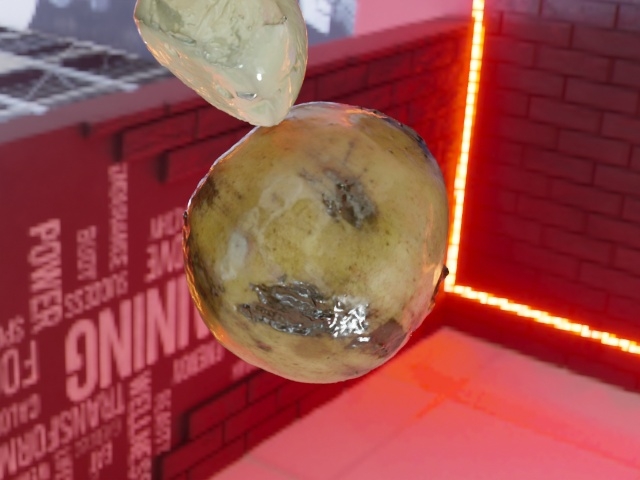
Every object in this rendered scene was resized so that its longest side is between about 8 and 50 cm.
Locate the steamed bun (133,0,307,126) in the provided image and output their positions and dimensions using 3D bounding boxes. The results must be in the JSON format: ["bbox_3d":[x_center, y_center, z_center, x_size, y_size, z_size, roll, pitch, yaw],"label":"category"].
[{"bbox_3d":[-0.060,-0.144,0.830,0.130,0.112,0.091,31,-104,28],"label":"steamed bun"}]

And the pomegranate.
[{"bbox_3d":[0.000,0.000,1.280,0.322,0.322,0.322,3,-158,-1],"label":"pomegranate"}]
